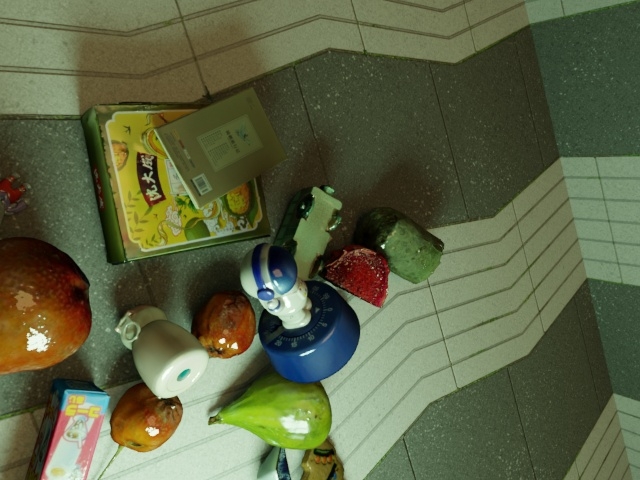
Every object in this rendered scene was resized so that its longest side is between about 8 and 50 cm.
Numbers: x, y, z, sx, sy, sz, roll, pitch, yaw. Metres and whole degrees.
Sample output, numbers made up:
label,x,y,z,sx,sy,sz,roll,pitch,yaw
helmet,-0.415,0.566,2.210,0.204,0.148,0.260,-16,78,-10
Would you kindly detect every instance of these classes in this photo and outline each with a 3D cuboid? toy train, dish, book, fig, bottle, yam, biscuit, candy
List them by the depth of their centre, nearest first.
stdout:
label,x,y,z,sx,sy,sz,roll,pitch,yaw
candy,-0.559,0.465,1.088,0.100,0.157,0.305,19,76,-34
bottle,-0.389,0.244,1.202,0.148,0.237,0.147,-36,148,-27
book,-0.242,-0.243,1.296,0.310,0.021,0.216,-36,106,-34
fig,-0.112,0.469,1.377,0.314,0.233,0.232,3,85,-43
dish,-0.126,0.716,1.419,0.080,0.182,0.243,-12,94,1
toy train,-0.047,-0.014,1.509,0.129,0.159,0.326,28,74,-29
biscuit,0.007,0.728,1.515,0.278,0.043,0.301,2,76,-57
yam,0.269,0.016,1.720,0.300,0.195,0.195,28,71,-33

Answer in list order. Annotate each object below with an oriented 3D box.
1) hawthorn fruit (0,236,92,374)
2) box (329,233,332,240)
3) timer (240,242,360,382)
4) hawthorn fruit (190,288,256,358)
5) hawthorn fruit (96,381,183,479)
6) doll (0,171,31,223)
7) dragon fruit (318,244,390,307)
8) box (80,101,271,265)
label,x,y,z,sx,sy,sz,roll,pitch,yaw
hawthorn fruit,-0.614,0.139,1.008,0.312,0.295,0.295,-33,109,2
box,0.000,0.000,1.630,0.083,0.012,0.046,-44,112,-31
timer,-0.079,0.159,1.286,0.270,0.271,0.383,-55,138,-26
hawthorn fruit,-0.258,0.224,1.343,0.174,0.173,0.178,0,59,-37
hawthorn fruit,-0.448,0.469,1.200,0.165,0.165,0.285,32,98,-31
doll,-0.714,-0.055,1.068,0.102,0.075,0.227,56,45,-30
dragon fruit,0.094,0.100,1.586,0.262,0.189,0.162,29,60,-33
box,-0.354,-0.156,1.303,0.421,0.138,0.372,-12,93,-38
